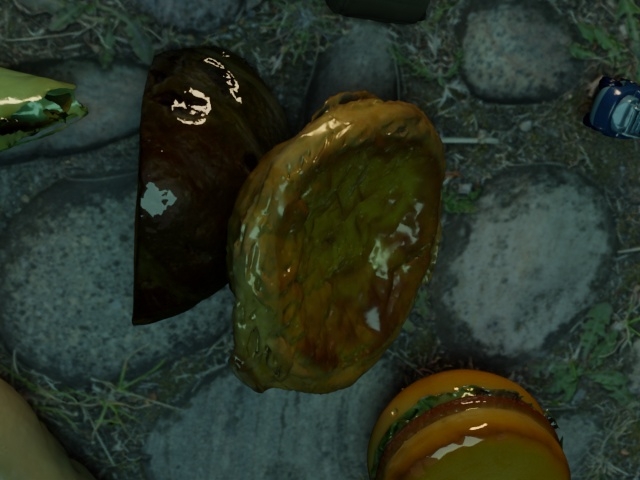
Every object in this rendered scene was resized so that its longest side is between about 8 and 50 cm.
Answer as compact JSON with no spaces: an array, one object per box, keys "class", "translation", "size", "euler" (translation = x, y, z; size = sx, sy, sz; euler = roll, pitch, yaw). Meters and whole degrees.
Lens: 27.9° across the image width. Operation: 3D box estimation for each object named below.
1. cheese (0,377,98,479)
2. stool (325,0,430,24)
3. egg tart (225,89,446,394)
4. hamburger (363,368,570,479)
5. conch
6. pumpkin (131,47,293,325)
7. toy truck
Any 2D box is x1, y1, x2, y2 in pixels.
[{"class":"cheese","translation":[-0.319,0.316,1.472],"size":[0.328,0.129,0.351],"euler":[10,111,-7]},{"class":"stool","translation":[0.061,-0.269,1.312],"size":[0.110,0.096,0.096],"euler":[10,109,-16]},{"class":"egg tart","translation":[0.001,-0.004,1.341],"size":[0.129,0.341,0.341],"euler":[25,113,32]},{"class":"hamburger","translation":[0.162,0.258,1.480],"size":[0.246,0.170,0.246],"euler":[-5,123,-7]},{"class":"conch","translation":[-0.369,-0.123,1.288],"size":[0.250,0.143,0.137],"euler":[4,68,-2]},{"class":"pumpkin","translation":[-0.110,-0.031,1.358],"size":[0.169,0.148,0.312],"euler":[6,114,-4]},{"class":"toy truck","translation":[0.350,-0.138,1.412],"size":[0.136,0.074,0.063],"euler":[-5,121,-48]}]
